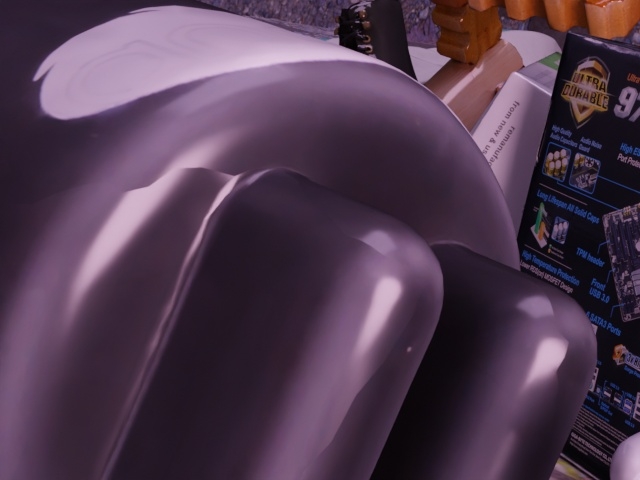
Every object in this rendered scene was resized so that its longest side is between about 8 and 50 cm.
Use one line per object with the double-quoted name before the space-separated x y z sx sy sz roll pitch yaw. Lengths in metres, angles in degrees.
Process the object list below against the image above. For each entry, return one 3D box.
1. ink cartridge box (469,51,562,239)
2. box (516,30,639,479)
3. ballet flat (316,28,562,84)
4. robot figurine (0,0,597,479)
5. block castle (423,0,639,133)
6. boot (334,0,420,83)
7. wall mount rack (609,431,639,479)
"ink cartridge box" 0.174 0.000 0.842 0.212 0.093 0.154 36 18 8
"box" 0.152 0.018 0.663 0.051 0.175 0.220 8 11 -24
"ballet flat" 0.127 -0.120 1.556 0.139 0.139 0.400 21 18 40
"robot figurine" -0.058 0.017 0.468 0.174 0.209 0.278 -36 36 -24
"block castle" 0.199 -0.109 1.034 0.453 0.303 0.213 20 49 34
"boot" 0.021 -0.123 1.300 0.077 0.137 0.198 -10 5 25
"wall mount rack" 0.047 0.110 0.191 0.350 0.130 0.304 20 14 41
